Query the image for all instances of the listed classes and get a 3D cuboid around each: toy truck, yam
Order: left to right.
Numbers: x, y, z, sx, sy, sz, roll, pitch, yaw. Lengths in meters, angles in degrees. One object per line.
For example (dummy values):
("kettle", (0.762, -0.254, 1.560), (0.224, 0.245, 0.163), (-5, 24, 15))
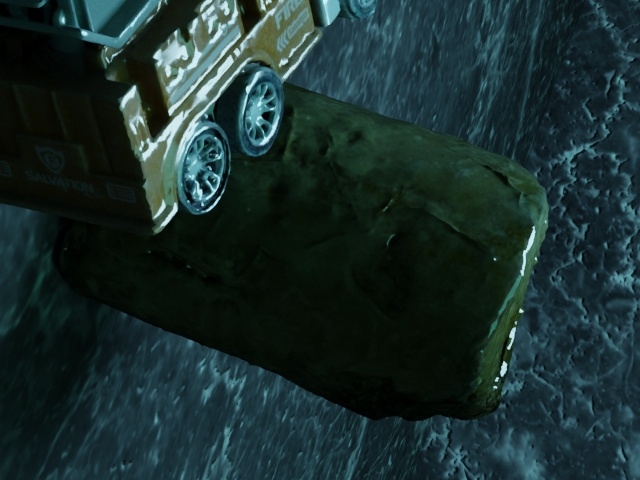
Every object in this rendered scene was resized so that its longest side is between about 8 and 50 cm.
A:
("toy truck", (-0.073, -0.170, 0.891), (0.338, 0.133, 0.184), (-55, 147, -39))
("yam", (0.000, 0.000, 1.026), (0.195, 0.300, 0.195), (22, 90, -83))
